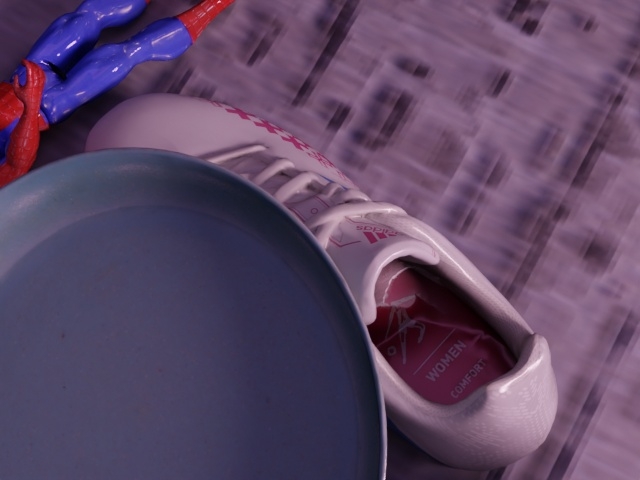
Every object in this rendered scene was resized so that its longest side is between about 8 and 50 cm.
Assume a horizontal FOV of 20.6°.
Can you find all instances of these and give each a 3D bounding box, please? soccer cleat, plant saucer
[{"bbox_3d":[0.000,0.000,0.993,0.331,0.143,0.116,36,72,16],"label":"soccer cleat"},{"bbox_3d":[-0.105,0.110,0.942,0.317,0.043,0.318,-4,81,24],"label":"plant saucer"}]

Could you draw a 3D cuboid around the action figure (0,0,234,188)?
[{"bbox_3d":[-0.169,-0.116,1.054,0.091,0.139,0.280,38,75,26],"label":"action figure"}]
